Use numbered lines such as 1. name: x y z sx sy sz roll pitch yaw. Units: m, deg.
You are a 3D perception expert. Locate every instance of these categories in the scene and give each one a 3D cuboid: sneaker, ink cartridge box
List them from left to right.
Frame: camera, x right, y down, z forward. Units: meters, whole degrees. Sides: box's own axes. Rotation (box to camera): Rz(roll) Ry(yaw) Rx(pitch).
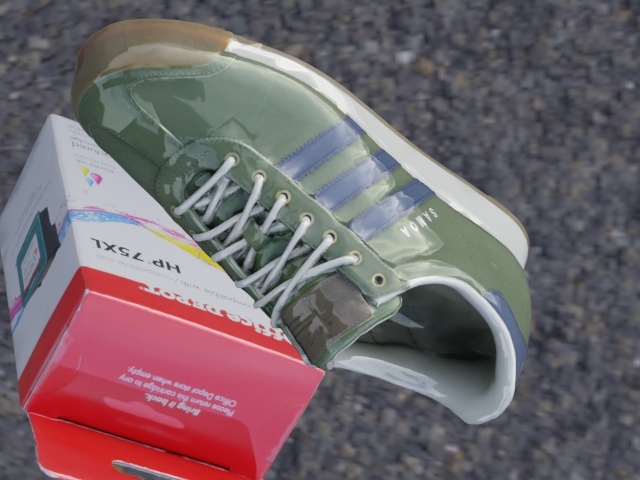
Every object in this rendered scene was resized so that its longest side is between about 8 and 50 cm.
1. ink cartridge box: -0.083 0.039 0.950 0.134 0.231 0.078 20 114 -25
2. sneaker: 0.000 0.000 0.635 0.192 0.064 0.086 28 39 -27
